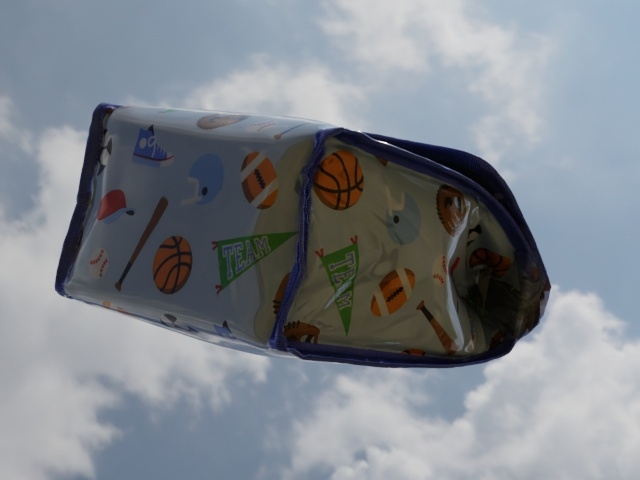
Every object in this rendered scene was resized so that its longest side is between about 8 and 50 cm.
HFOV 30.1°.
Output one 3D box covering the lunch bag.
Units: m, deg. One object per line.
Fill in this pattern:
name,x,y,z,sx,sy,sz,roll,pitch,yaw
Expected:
lunch bag,0.000,0.000,1.174,0.385,0.328,0.239,16,-92,-46
